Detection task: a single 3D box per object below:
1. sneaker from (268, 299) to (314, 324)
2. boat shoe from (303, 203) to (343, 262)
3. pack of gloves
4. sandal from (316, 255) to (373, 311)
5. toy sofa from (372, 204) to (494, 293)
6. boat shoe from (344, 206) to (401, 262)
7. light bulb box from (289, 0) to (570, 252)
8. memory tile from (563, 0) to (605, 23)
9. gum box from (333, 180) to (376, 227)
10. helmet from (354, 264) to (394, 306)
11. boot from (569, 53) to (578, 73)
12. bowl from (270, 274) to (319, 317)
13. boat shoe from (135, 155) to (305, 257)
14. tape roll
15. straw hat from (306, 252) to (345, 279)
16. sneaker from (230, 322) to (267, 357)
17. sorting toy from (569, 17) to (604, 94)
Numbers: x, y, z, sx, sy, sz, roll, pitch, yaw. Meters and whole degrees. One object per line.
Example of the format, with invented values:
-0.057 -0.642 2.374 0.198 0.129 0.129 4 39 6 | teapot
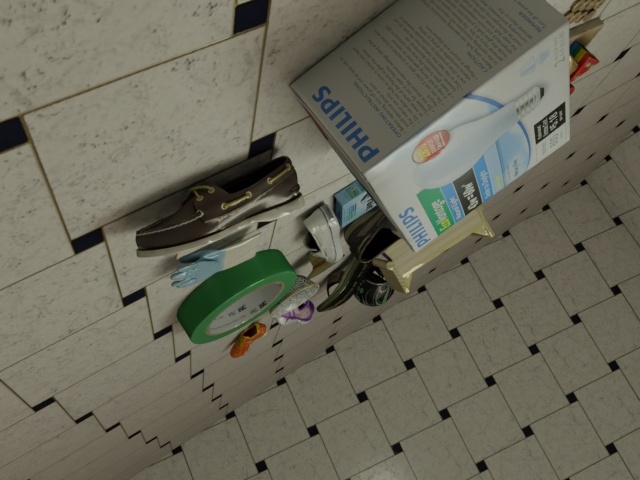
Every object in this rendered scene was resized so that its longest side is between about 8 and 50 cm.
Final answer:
-0.072 0.219 2.133 0.104 0.095 0.236 -48 160 16 | sneaker
0.000 0.000 1.639 0.088 0.096 0.267 -28 162 -9 | boat shoe
-0.217 -0.002 1.323 0.232 0.046 0.195 -26 150 -39 | pack of gloves
0.083 0.129 2.209 0.302 0.086 0.120 -56 152 17 | sandal
0.341 -0.003 2.002 0.363 0.177 0.150 -33 -171 -9 | toy sofa
0.220 -0.059 1.765 0.132 0.130 0.355 20 129 -39 | boat shoe
0.204 -0.216 1.084 0.361 0.225 0.358 -37 151 5 | light bulb box
0.620 -0.546 1.472 0.148 0.012 0.113 -22 160 -40 | memory tile
0.119 -0.119 1.629 0.184 0.041 0.157 -33 164 -10 | gum box
0.200 0.171 2.408 0.169 0.169 0.161 -25 145 -31 | helmet
0.493 -0.330 1.511 0.236 0.089 0.269 36 118 -26 | boot
-0.095 0.149 1.890 0.170 0.080 0.170 -31 165 -9 | bowl
-0.176 -0.060 1.108 0.324 0.096 0.117 -22 -160 -28 | boat shoe
-0.214 0.149 1.664 0.321 0.077 0.321 -31 164 -10 | tape roll
-0.002 0.053 1.840 0.145 0.061 0.144 -32 -176 2 | straw hat
-0.257 0.335 2.166 0.175 0.064 0.067 -47 141 20 | sneaker
0.599 -0.420 1.651 0.256 0.089 0.257 -27 162 -26 | sorting toy
